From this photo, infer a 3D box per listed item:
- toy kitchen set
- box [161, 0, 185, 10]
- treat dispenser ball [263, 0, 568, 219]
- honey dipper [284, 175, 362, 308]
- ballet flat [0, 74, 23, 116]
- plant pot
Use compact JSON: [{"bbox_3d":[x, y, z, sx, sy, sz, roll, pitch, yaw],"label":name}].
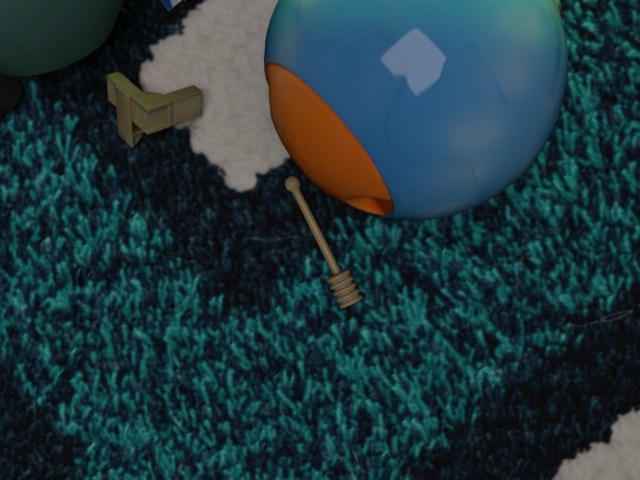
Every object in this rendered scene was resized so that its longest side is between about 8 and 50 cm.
[{"bbox_3d":[-0.190,-0.150,0.984,0.083,0.075,0.068,40,140,31],"label":"toy kitchen set"},{"bbox_3d":[-0.132,-0.351,0.952,0.178,0.042,0.109,-36,91,5],"label":"box"},{"bbox_3d":[0.089,-0.163,0.830,0.288,0.288,0.288,0,95,4],"label":"treat dispenser ball"},{"bbox_3d":[0.000,0.000,0.981,0.030,0.030,0.161,-26,91,6],"label":"honey dipper"},{"bbox_3d":[-0.482,-0.169,0.965,0.280,0.096,0.095,0,95,4],"label":"ballet flat"},{"bbox_3d":[-0.310,-0.284,0.877,0.290,0.290,0.195,-11,130,5],"label":"plant pot"}]
